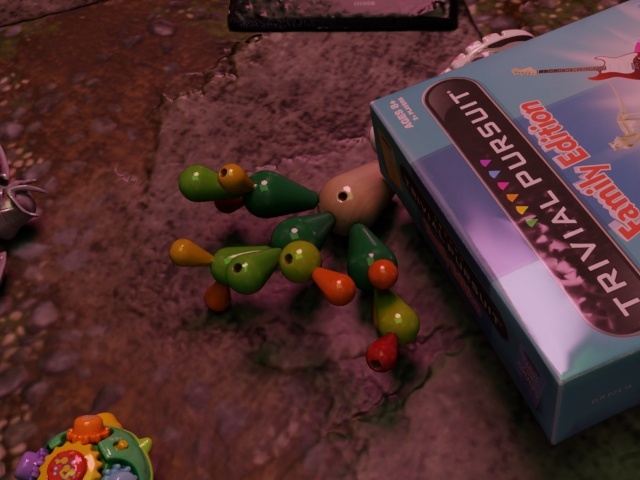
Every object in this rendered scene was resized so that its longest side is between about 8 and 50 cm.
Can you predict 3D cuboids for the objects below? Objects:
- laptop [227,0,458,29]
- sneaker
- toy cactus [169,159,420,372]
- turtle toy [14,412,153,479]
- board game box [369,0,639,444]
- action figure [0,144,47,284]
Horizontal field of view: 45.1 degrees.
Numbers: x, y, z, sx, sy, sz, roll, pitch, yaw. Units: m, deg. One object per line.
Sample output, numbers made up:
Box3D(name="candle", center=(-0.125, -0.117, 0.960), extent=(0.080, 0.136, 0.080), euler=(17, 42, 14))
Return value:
Box3D(name="laptop", center=(0.038, -0.331, 0.845), extent=(0.234, 0.136, 0.264), euler=(2, 82, 10))
Box3D(name="sneaker", center=(0.128, -0.110, 0.650), extent=(0.170, 0.063, 0.075), euler=(-35, 58, -10))
Box3D(name="toy cactus", center=(0.000, 0.000, 0.585), extent=(0.219, 0.112, 0.180), euler=(27, 45, 27))
Box3D(name="turtle toy", center=(-0.166, 0.166, 0.497), extent=(0.130, 0.066, 0.095), euler=(-34, 58, -15))
Box3D(name="board game box", center=(0.238, -0.053, 0.511), extent=(0.336, 0.079, 0.253), euler=(-22, 50, -6))
Box3D(name="action figure", center=(-0.369, -0.013, 0.634), extent=(0.285, 0.099, 0.185), euler=(-10, 46, -3))
